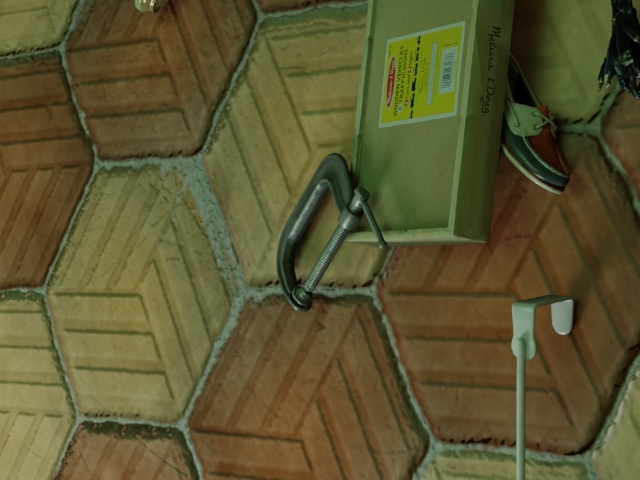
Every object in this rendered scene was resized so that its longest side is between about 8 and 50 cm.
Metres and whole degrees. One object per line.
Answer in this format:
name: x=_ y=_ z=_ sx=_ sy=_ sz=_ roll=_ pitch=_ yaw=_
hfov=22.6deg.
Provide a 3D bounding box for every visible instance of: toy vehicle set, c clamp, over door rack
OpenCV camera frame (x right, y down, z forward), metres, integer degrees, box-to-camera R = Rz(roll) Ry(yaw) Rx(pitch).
toy vehicle set: x=0.088 y=-0.129 z=1.293 sx=0.166 sy=0.035 sz=0.266 roll=0 pitch=82 yaw=60
c clamp: x=0.000 y=0.000 z=1.354 sx=0.160 sy=0.022 sz=0.137 roll=-56 pitch=36 yaw=41
over door rack: x=0.213 y=0.198 z=1.114 sx=0.240 sy=0.108 sz=0.324 roll=4 pitch=85 yaw=41

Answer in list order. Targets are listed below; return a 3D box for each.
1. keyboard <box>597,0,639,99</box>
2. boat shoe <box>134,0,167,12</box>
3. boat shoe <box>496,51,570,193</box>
keyboard: x=0.275 y=-0.218 z=1.145 sx=0.201 sy=0.033 sz=0.317 roll=-26 pitch=53 yaw=46
boat shoe: x=-0.123 y=-0.274 z=1.530 sx=0.048 sy=0.056 sz=0.153 roll=40 pitch=105 yaw=7
boat shoe: x=0.160 y=-0.094 z=1.253 sx=0.043 sy=0.049 sz=0.137 roll=-47 pitch=50 yaw=24
